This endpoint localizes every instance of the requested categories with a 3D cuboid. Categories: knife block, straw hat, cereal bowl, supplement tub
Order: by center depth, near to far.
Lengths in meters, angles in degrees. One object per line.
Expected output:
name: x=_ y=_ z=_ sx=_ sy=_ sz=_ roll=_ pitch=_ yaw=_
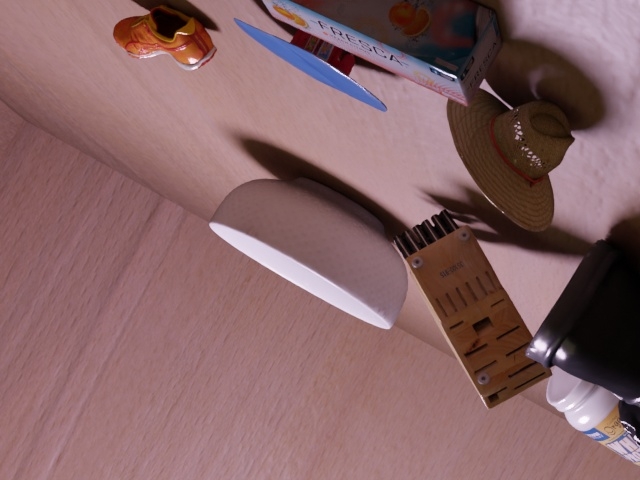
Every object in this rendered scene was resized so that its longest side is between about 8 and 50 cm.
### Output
straw hat: x=0.170 y=-0.081 z=1.048 sx=0.061 sy=0.144 sz=0.144 roll=-31 pitch=130 yaw=33
knife block: x=0.185 y=0.085 z=1.623 sx=0.276 sy=0.088 sz=0.242 roll=61 pitch=-178 yaw=18
supplement tub: x=0.436 y=0.227 z=1.832 sx=0.199 sy=0.144 sz=0.144 roll=31 pitch=173 yaw=-8
cereal bowl: x=0.000 y=0.000 z=2.057 sx=0.339 sy=0.141 sz=0.339 roll=30 pitch=174 yaw=4

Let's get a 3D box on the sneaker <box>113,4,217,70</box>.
sneaker: x=-0.182 y=-0.243 z=1.480 sx=0.175 sy=0.064 sz=0.067 roll=16 pitch=145 yaw=46

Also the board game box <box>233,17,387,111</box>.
board game box: x=0.000 y=-0.178 z=1.230 sx=0.168 sy=0.033 sz=0.133 roll=31 pitch=-179 yaw=41

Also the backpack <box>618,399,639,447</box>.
backpack: x=0.462 y=0.220 z=1.630 sx=0.182 sy=0.115 sz=0.152 roll=-4 pitch=-136 yaw=-52

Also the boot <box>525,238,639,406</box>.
boot: x=0.451 y=0.179 z=1.354 sx=0.445 sy=0.146 sz=0.367 roll=34 pitch=-174 yaw=17

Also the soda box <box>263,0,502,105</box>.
soda box: x=0.042 y=-0.170 z=0.976 sx=0.183 sy=0.058 sz=0.063 roll=27 pitch=173 yaw=19
